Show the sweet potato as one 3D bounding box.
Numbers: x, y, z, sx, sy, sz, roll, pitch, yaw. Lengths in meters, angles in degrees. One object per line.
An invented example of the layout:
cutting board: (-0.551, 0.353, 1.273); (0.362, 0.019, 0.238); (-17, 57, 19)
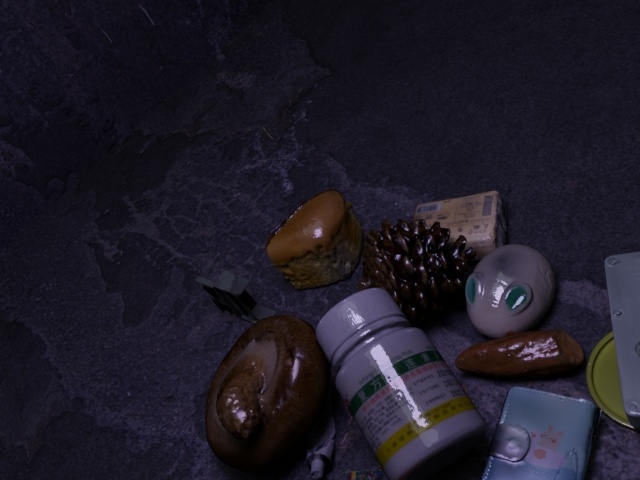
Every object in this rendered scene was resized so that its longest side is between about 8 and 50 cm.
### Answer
sweet potato: (0.392, 0.227, 1.407); (0.251, 0.097, 0.097); (-9, 46, 23)

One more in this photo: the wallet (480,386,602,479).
wallet: (0.390, 0.393, 1.262); (0.176, 0.075, 0.251); (7, 54, 32)

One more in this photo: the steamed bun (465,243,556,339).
steamed bun: (0.398, 0.100, 1.498); (0.177, 0.131, 0.228); (15, 58, 38)

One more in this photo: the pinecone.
pinecone: (0.206, 0.071, 1.550); (0.257, 0.244, 0.244); (11, 45, -11)

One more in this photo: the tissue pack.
tissue pack: (0.332, -0.026, 1.692); (0.222, 0.090, 0.186); (-8, 43, 24)

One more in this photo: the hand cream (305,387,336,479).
hand cream: (-0.006, 0.405, 1.521); (0.084, 0.050, 0.257); (-22, 33, 11)

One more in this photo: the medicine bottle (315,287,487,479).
medicine bottle: (0.143, 0.274, 1.357); (0.208, 0.208, 0.340); (-33, 62, 0)

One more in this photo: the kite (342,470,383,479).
kite: (0.092, 0.492, 1.406); (0.090, 0.004, 0.122); (-37, 41, -5)

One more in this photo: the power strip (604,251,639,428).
power strip: (0.599, 0.185, 1.313); (0.091, 0.062, 0.385); (-10, 45, 24)

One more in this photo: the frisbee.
frisbee: (0.615, 0.249, 1.302); (0.235, 0.017, 0.236); (-17, 44, 18)

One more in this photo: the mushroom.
mushroom: (-0.121, 0.329, 1.525); (0.345, 0.239, 0.345); (-24, 26, 13)

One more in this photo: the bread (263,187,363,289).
bread: (0.000, 0.000, 1.792); (0.262, 0.204, 0.162); (-46, 39, -9)

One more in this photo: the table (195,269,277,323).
table: (-0.220, 0.145, 1.830); (0.175, 0.146, 0.062); (18, 62, 41)
